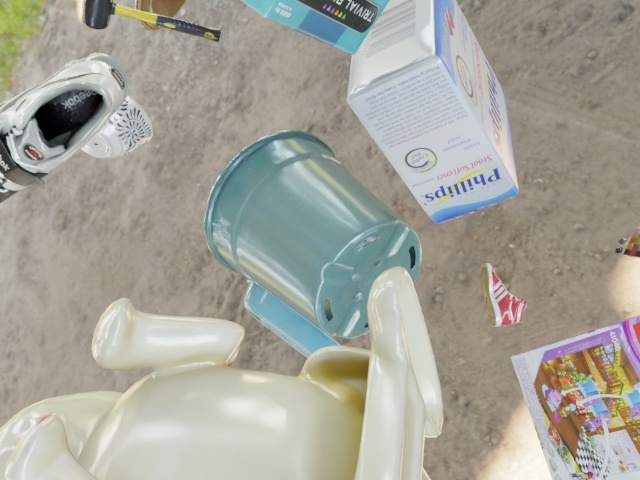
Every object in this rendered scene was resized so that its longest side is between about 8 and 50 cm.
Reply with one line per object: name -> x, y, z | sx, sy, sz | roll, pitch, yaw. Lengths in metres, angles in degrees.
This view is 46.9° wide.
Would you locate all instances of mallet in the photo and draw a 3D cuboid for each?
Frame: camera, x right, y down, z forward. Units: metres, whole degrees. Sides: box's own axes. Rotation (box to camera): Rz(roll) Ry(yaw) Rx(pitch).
mallet -> -0.230, -0.313, 1.010 | 0.039, 0.190, 0.062 | -92, 10, -50

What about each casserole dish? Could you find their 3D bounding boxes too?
casserole dish -> -0.035, 0.121, 0.995 | 0.188, 0.114, 0.037 | 36, 79, 13

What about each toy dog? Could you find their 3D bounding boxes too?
toy dog -> -0.100, 0.219, 0.639 | 0.408, 0.395, 0.284 | -6, 49, 17

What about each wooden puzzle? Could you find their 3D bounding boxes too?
wooden puzzle -> 0.463, 0.004, 1.051 | 0.083, 0.006, 0.049 | 14, 71, 58

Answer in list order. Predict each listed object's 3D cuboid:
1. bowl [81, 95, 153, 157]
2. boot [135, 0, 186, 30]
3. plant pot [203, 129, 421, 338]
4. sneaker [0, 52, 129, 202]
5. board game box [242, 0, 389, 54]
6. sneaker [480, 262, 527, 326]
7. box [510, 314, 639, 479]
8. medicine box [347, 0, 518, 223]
bowl -> -0.409, -0.207, 1.385 | 0.170, 0.170, 0.080 | -18, 41, 42
boot -> -0.250, -0.537, 1.428 | 0.115, 0.112, 0.305 | 29, 87, 30
plant pot -> 0.000, 0.000, 1.461 | 0.334, 0.341, 0.341 | 38, 103, 42
sneaker -> -0.420, -0.141, 1.040 | 0.330, 0.122, 0.146 | -38, 26, 6
board game box -> 0.058, -0.400, 0.869 | 0.079, 0.254, 0.336 | 40, 109, 18
sneaker -> 0.330, 0.096, 1.325 | 0.042, 0.067, 0.118 | 101, 164, -67
box -> 0.359, 0.241, 0.829 | 0.201, 0.057, 0.293 | -26, 71, 35
medicine box -> 0.180, -0.225, 1.154 | 0.149, 0.289, 0.263 | -20, 41, 27
